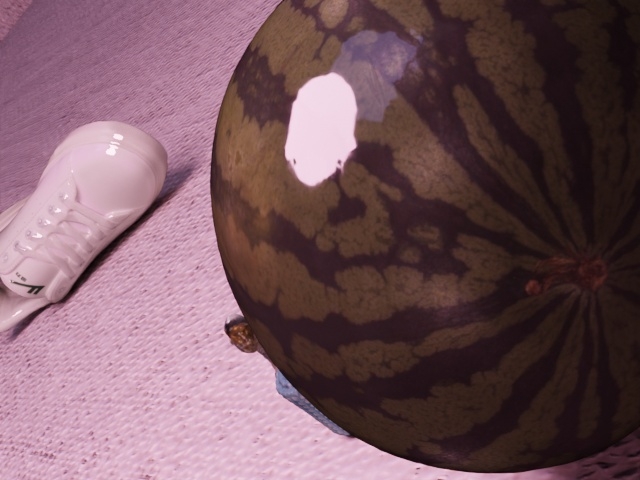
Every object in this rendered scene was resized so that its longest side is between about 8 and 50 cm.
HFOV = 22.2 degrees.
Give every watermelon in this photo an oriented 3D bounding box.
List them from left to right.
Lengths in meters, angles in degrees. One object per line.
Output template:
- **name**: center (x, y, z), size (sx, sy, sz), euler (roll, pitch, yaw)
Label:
- **watermelon**: center (0.061, -0.019, 0.608), size (0.212, 0.212, 0.212), euler (-43, 20, 20)

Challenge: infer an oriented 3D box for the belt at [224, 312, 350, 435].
- **belt**: center (0.041, 0.011, 0.819), size (0.179, 0.065, 0.100), euler (-48, 27, -3)

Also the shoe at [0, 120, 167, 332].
- **shoe**: center (-0.221, -0.001, 1.389), size (0.265, 0.095, 0.110), euler (-36, 28, 48)
